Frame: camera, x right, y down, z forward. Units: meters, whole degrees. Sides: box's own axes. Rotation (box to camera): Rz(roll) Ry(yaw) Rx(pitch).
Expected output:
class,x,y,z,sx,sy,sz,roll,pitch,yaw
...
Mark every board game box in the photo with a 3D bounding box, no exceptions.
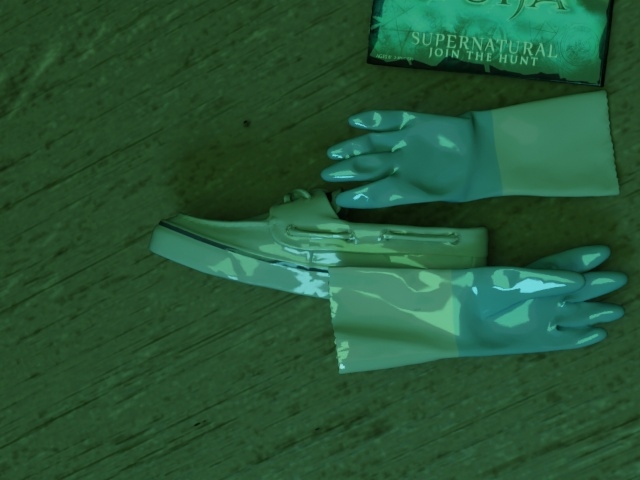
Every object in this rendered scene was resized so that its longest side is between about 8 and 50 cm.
class,x,y,z,sx,sy,sz,roll,pitch,yaw
board game box,0.133,-0.190,1.210,0.186,0.026,0.126,7,95,15

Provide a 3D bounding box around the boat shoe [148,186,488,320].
class,x,y,z,sx,sy,sz,roll,pitch,yaw
boat shoe,0.000,0.000,1.224,0.267,0.096,0.088,11,91,14

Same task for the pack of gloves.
class,x,y,z,sx,sy,sz,roll,pitch,yaw
pack of gloves,0.119,-0.009,1.161,0.232,0.046,0.195,-6,87,-7
